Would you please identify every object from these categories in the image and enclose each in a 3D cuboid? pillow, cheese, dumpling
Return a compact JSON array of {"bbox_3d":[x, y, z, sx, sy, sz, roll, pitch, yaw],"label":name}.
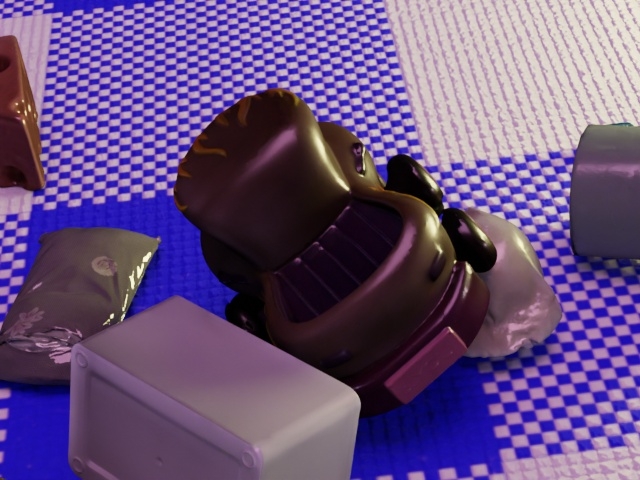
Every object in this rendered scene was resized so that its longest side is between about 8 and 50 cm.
[{"bbox_3d":[-0.284,0.065,1.595,0.169,0.059,0.255,1,40,12],"label":"pillow"},{"bbox_3d":[-0.461,-0.149,1.834,0.177,0.128,0.203,-12,44,-5],"label":"cheese"},{"bbox_3d":[0.165,0.049,1.529,0.155,0.111,0.181,-37,24,-9],"label":"dumpling"}]

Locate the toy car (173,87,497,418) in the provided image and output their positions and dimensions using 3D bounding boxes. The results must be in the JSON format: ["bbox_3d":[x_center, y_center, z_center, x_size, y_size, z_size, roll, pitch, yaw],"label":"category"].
[{"bbox_3d":[0.000,0.000,1.436,0.271,0.240,0.341,-42,41,0],"label":"toy car"}]

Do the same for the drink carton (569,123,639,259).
[{"bbox_3d":[0.381,-0.053,1.568,0.189,0.185,0.191,8,43,20],"label":"drink carton"}]

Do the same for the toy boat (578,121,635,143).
[{"bbox_3d":[0.361,-0.125,1.773,0.083,0.038,0.038,-12,40,-8],"label":"toy boat"}]

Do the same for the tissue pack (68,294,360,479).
[{"bbox_3d":[-0.106,0.181,1.326,0.246,0.159,0.136,26,32,32],"label":"tissue pack"}]

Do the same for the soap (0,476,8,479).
[{"bbox_3d":[-0.357,0.361,1.195,0.306,0.115,0.427,25,48,28],"label":"soap"}]
